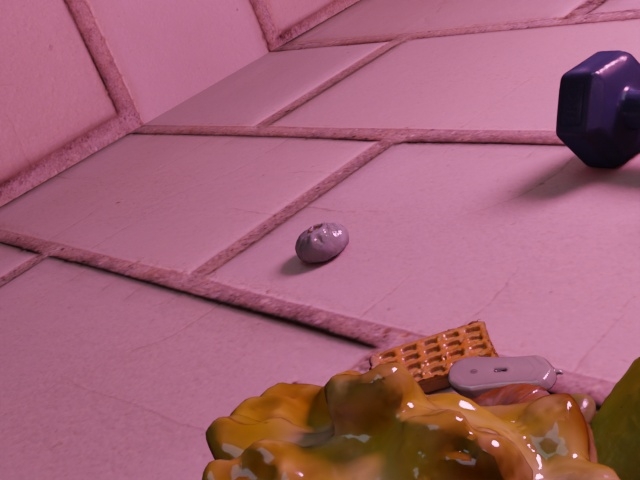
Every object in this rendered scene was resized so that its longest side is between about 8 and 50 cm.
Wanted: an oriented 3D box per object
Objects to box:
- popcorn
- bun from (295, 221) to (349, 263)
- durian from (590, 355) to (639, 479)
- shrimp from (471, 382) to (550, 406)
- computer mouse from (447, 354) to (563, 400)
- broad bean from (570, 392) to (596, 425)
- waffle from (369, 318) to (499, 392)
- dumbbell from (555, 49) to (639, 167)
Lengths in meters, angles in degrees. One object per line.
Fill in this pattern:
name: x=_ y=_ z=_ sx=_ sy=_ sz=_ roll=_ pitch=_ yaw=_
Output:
popcorn: x=0.041 y=0.209 z=0.586 sx=0.312 sy=0.312 sz=0.312 roll=-19 pitch=23 yaw=8
bun: x=0.000 y=0.000 z=1.388 sx=0.083 sy=0.045 sz=0.083 roll=-19 pitch=18 yaw=6
durian: x=0.337 y=0.117 z=0.635 sx=0.340 sy=0.204 sz=0.256 roll=-1 pitch=42 yaw=42
shrimp: x=0.117 y=0.200 z=0.818 sx=0.236 sy=0.053 sz=0.133 roll=-40 pitch=19 yaw=-30
computer mouse: x=0.180 y=0.138 z=0.942 sx=0.110 sy=0.032 sz=0.056 roll=-5 pitch=28 yaw=14
broad bean: x=0.206 y=0.168 z=0.840 sx=0.083 sy=0.045 sz=0.063 roll=-32 pitch=20 yaw=-3
waffle: x=0.119 y=0.129 z=1.028 sx=0.135 sy=0.021 sz=0.092 roll=-20 pitch=23 yaw=6
dumbbell: x=0.453 y=-0.161 z=1.205 sx=0.325 sy=0.160 sz=0.144 roll=15 pitch=71 yaw=54
